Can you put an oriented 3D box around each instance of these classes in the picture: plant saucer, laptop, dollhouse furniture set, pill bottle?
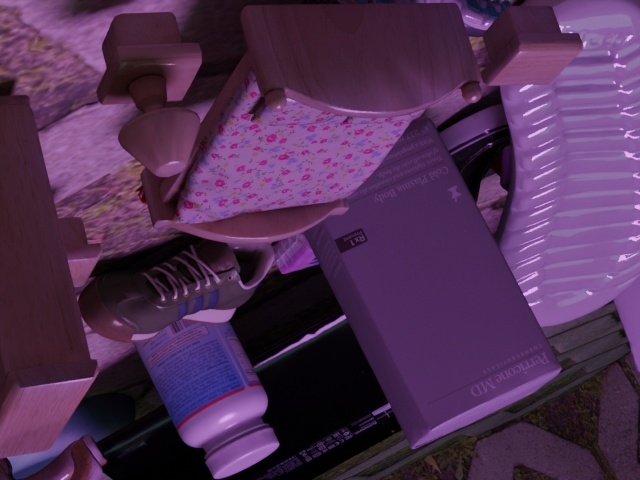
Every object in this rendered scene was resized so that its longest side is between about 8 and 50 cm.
[{"bbox_3d":[-0.334,0.259,1.613,0.317,0.044,0.317,-26,164,-8],"label":"plant saucer"},{"bbox_3d":[-0.032,0.125,1.632,0.382,0.236,0.408,-30,145,4],"label":"laptop"},{"bbox_3d":[-0.043,0.013,0.913,0.355,0.174,0.303,-6,157,-26],"label":"dollhouse furniture set"},{"bbox_3d":[-0.102,0.129,1.361,0.087,0.160,0.087,-26,165,-8],"label":"pill bottle"}]

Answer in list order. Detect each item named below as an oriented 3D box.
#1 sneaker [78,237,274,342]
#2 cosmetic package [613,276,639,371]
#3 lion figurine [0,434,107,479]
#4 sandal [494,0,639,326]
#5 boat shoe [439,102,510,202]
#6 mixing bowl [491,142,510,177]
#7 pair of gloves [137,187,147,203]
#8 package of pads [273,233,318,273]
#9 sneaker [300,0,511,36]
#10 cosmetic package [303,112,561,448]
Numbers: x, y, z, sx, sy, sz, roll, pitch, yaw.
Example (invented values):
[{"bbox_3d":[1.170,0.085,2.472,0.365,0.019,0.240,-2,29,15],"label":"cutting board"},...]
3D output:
[{"bbox_3d":[-0.108,0.028,1.220,0.086,0.064,0.192,-44,160,25],"label":"sneaker"},{"bbox_3d":[0.443,-0.022,1.624,0.156,0.217,0.385,-22,177,36],"label":"cosmetic package"},{"bbox_3d":[-0.284,0.253,1.272,0.240,0.142,0.392,-35,-161,-10],"label":"lion figurine"},{"bbox_3d":[0.216,-0.078,1.269,0.169,0.102,0.416,-14,142,-5],"label":"sandal"},{"bbox_3d":[0.111,-0.043,1.350,0.077,0.070,0.219,-16,161,-40],"label":"boat shoe"},{"bbox_3d":[0.247,-0.085,1.407,0.181,0.098,0.181,-26,166,-7],"label":"mixing bowl"},{"bbox_3d":[-0.039,-0.069,1.086,0.159,0.023,0.198,-11,157,-48],"label":"pair of gloves"},{"bbox_3d":[0.000,0.000,1.368,0.083,0.032,0.050,-16,162,-40],"label":"package of pads"},{"bbox_3d":[0.051,-0.146,0.936,0.166,0.065,0.076,-1,158,-44],"label":"sneaker"},{"bbox_3d":[0.082,0.036,1.233,0.127,0.238,0.107,-26,165,-12],"label":"cosmetic package"}]
